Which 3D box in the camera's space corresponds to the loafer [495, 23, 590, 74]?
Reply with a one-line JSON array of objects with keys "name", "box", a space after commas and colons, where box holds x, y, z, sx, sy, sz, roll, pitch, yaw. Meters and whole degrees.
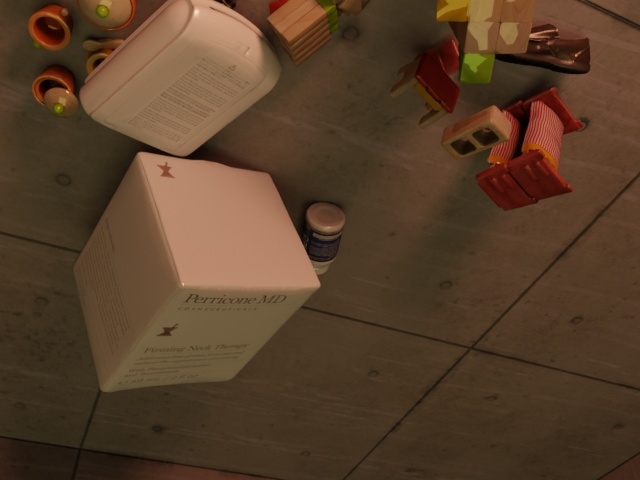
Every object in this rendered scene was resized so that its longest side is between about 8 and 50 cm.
[{"name": "loafer", "box": [0.411, -0.373, 1.202, 0.220, 0.080, 0.078, 9, 100, -11]}]

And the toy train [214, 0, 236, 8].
[{"name": "toy train", "box": [-0.209, -0.462, 1.101, 0.036, 0.027, 0.158, -30, 128, 28]}]

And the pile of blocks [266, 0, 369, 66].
[{"name": "pile of blocks", "box": [0.035, -0.471, 1.072, 0.362, 0.149, 0.113, -44, 79, 22]}]

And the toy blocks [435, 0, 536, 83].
[{"name": "toy blocks", "box": [0.263, -0.474, 0.973, 0.190, 0.261, 0.381, 0, 127, -1]}]

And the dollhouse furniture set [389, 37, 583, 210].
[{"name": "dollhouse furniture set", "box": [0.328, -0.251, 1.206, 0.374, 0.201, 0.152, 40, 143, -25]}]

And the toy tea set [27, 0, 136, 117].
[{"name": "toy tea set", "box": [-0.433, -0.354, 1.124, 0.200, 0.124, 0.336, 9, 133, -12]}]

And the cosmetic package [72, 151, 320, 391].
[{"name": "cosmetic package", "box": [-0.281, 0.076, 1.348, 0.329, 0.327, 0.394, 5, 139, -41]}]

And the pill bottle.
[{"name": "pill bottle", "box": [0.000, 0.000, 1.514, 0.094, 0.094, 0.169, 5, 133, -8]}]

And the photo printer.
[{"name": "photo printer", "box": [-0.241, -0.298, 1.154, 0.307, 0.107, 0.256, -32, 152, 25]}]
